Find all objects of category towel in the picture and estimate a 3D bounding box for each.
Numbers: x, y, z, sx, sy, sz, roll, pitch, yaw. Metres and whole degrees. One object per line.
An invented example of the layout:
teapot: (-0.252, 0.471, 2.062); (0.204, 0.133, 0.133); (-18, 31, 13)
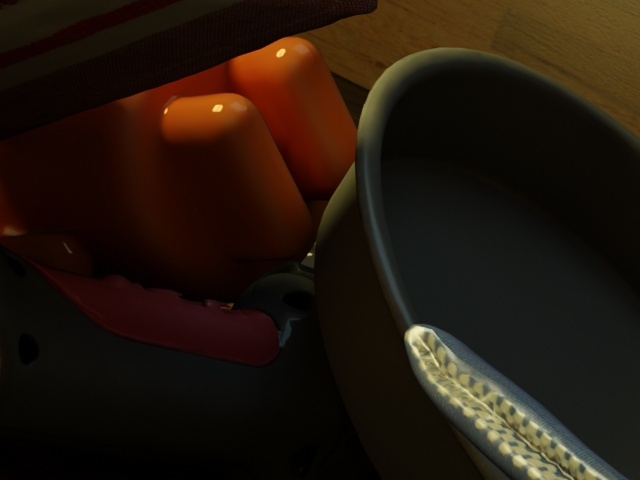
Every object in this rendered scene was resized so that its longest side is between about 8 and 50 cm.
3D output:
towel: (-0.176, -0.070, 0.587); (0.329, 0.037, 0.237); (-1, -9, -44)
towel: (0.182, 0.152, 0.500); (0.336, 0.040, 0.243); (41, -3, -34)

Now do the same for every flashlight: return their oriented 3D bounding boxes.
flashlight: (-0.082, 0.025, 0.661); (0.304, 0.103, 0.103); (14, 17, -43)

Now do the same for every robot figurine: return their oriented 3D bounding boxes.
robot figurine: (-0.080, -0.036, 0.818); (0.219, 0.158, 0.128); (-1, -17, 44)

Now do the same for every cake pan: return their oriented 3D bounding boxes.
cake pan: (0.109, 0.056, 0.731); (0.293, 0.054, 0.293); (32, 35, -26)

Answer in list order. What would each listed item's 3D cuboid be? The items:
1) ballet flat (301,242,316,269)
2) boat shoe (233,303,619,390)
ballet flat: (0.000, 0.000, 1.110); (0.203, 0.074, 0.074); (26, 9, 10)
boat shoe: (0.039, 0.066, 0.823); (0.178, 0.064, 0.060); (13, 49, 12)
